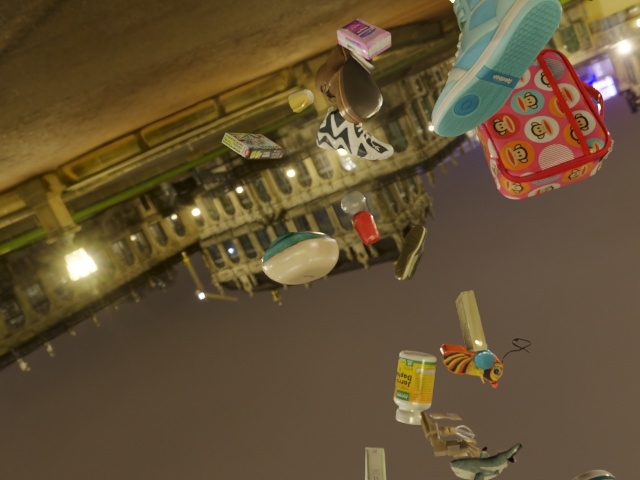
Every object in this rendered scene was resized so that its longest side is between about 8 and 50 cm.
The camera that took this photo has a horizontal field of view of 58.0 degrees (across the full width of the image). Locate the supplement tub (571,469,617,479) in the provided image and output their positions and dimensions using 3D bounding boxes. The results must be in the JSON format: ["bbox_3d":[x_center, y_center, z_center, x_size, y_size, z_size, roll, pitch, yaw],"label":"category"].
[{"bbox_3d":[0.625,0.617,1.239,0.144,0.144,0.199,-25,-145,-1],"label":"supplement tub"}]

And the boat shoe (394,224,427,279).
[{"bbox_3d":[0.353,0.048,2.191,0.073,0.223,0.080,13,-166,-35],"label":"boat shoe"}]

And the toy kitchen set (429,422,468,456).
[{"bbox_3d":[0.318,0.485,1.431,0.083,0.068,0.075,-10,-130,5],"label":"toy kitchen set"}]

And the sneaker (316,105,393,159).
[{"bbox_3d":[0.115,-0.335,1.718,0.235,0.153,0.094,14,-155,1],"label":"sneaker"}]

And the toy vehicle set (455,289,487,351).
[{"bbox_3d":[0.442,0.243,1.706,0.035,0.166,0.267,-12,168,7],"label":"toy vehicle set"}]

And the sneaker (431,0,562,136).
[{"bbox_3d":[0.304,-0.376,1.141,0.127,0.208,0.319,11,131,-37],"label":"sneaker"}]

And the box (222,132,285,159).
[{"bbox_3d":[-0.214,-0.307,1.878,0.207,0.114,0.036,-18,139,-63],"label":"box"}]

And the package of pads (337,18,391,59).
[{"bbox_3d":[0.070,-0.326,0.931,0.050,0.032,0.083,-34,-131,-16],"label":"package of pads"}]

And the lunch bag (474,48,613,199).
[{"bbox_3d":[0.461,-0.248,1.203,0.258,0.293,0.120,-18,154,7],"label":"lunch bag"}]

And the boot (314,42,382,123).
[{"bbox_3d":[0.050,-0.316,1.201,0.115,0.112,0.305,-34,-147,27],"label":"boot"}]

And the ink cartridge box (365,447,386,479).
[{"bbox_3d":[0.142,0.676,1.466,0.056,0.171,0.235,1,-153,3],"label":"ink cartridge box"}]

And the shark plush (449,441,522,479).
[{"bbox_3d":[0.377,0.498,1.297,0.161,0.067,0.073,-30,172,19],"label":"shark plush"}]

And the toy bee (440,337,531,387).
[{"bbox_3d":[0.571,0.441,2.012,0.298,0.162,0.195,3,-163,21],"label":"toy bee"}]

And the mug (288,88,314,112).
[{"bbox_3d":[-0.054,-0.429,1.782,0.064,0.078,0.062,-18,160,34],"label":"mug"}]

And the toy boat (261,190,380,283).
[{"bbox_3d":[0.000,0.000,1.539,0.318,0.148,0.267,-30,164,14],"label":"toy boat"}]

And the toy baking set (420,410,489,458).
[{"bbox_3d":[0.375,0.558,1.656,0.030,0.197,0.256,-63,-168,11],"label":"toy baking set"}]

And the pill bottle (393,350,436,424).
[{"bbox_3d":[0.289,0.453,1.783,0.118,0.208,0.117,8,176,1],"label":"pill bottle"}]
